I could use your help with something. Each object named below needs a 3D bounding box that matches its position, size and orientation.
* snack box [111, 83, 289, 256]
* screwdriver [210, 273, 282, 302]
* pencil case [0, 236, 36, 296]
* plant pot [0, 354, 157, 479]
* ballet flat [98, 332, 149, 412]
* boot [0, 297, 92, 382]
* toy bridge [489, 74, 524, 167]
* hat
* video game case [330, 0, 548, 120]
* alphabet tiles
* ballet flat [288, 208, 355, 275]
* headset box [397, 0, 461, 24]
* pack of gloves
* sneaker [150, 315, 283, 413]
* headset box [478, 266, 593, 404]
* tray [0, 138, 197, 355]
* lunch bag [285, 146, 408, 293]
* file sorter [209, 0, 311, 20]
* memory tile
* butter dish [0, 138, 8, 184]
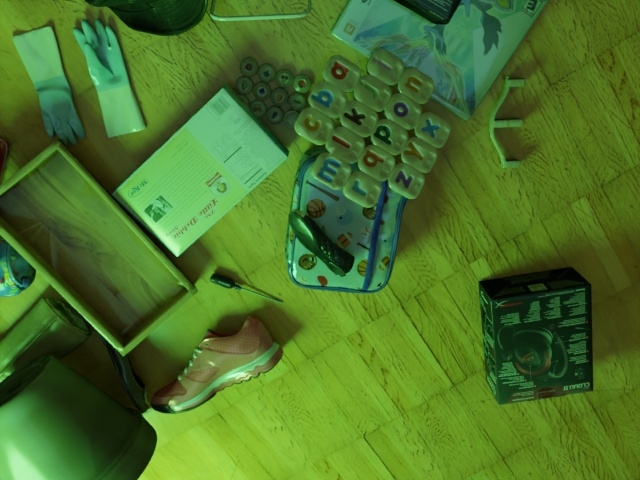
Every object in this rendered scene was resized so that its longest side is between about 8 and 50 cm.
[{"bbox_3d":[-0.242,-0.136,1.359,0.322,0.060,0.187,-40,106,13],"label":"snack box"},{"bbox_3d":[-0.163,0.112,1.474,0.169,0.024,0.025,26,77,-13],"label":"screwdriver"},{"bbox_3d":[-0.745,0.081,1.385,0.306,0.119,0.133,-15,87,3],"label":"pencil case"},{"bbox_3d":[-0.556,0.405,1.398,0.323,0.323,0.280,-30,108,8],"label":"plant pot"},{"bbox_3d":[-0.430,0.272,1.495,0.058,0.084,0.250,-25,106,-19],"label":"ballet flat"},{"bbox_3d":[-0.676,0.210,1.456,0.269,0.089,0.236,-40,119,12],"label":"boot"},{"bbox_3d":[0.378,-0.241,1.371,0.063,0.026,0.188,-3,109,0],"label":"toy bridge"},{"bbox_3d":[-0.346,-0.477,1.120,0.331,0.134,0.331,22,132,28],"label":"hat"},{"bbox_3d":[0.234,-0.442,1.290,0.329,0.036,0.300,29,106,-12],"label":"video game case"},{"bbox_3d":[0.102,-0.215,1.288,0.278,0.021,0.284,28,86,-12],"label":"alphabet tiles"},{"bbox_3d":[0.000,0.000,1.317,0.173,0.049,0.057,47,144,-20],"label":"ballet flat"},{"bbox_3d":[0.179,-0.562,1.161,0.246,0.131,0.283,26,106,-9],"label":"headset box"},{"bbox_3d":[-0.471,-0.303,1.305,0.195,0.046,0.232,-14,109,2],"label":"pack of gloves"},{"bbox_3d":[-0.246,0.269,1.492,0.313,0.116,0.136,-27,98,0],"label":"sneaker"},{"bbox_3d":[0.478,0.226,1.491,0.218,0.110,0.293,-9,109,1],"label":"headset box"},{"bbox_3d":[-0.465,0.017,1.370,0.203,0.076,0.411,-41,107,-6],"label":"tray"},{"bbox_3d":[0.057,-0.044,1.383,0.243,0.115,0.304,7,110,-7],"label":"lunch bag"},{"bbox_3d":[-0.109,-0.534,1.123,0.192,0.173,0.278,-2,131,0],"label":"file sorter"},{"bbox_3d":[-0.099,-0.293,1.341,0.148,0.012,0.113,15,108,-8],"label":"memory tile"},{"bbox_3d":[-0.719,-0.139,1.313,0.160,0.118,0.160,18,107,-8],"label":"butter dish"}]
